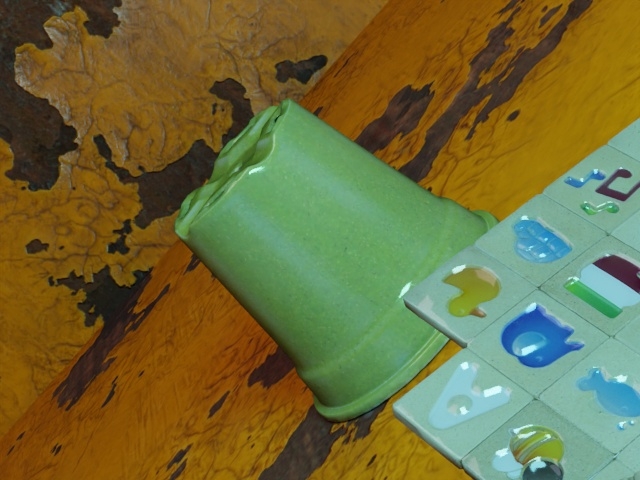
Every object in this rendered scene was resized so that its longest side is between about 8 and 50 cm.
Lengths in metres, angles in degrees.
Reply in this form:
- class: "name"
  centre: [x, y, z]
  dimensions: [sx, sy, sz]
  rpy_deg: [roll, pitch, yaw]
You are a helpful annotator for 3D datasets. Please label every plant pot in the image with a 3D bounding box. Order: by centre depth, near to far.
- class: "plant pot"
  centre: [0.000, 0.000, 1.501]
  dimensions: [0.276, 0.254, 0.276]
  rpy_deg: [-45, 14, 15]

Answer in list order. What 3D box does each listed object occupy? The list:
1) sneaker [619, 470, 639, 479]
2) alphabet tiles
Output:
- class: "sneaker"
  centre: [0.225, 0.153, 0.610]
  dimensions: [0.282, 0.153, 0.099]
  rpy_deg: [-29, 27, 28]
- class: "alphabet tiles"
  centre: [0.220, 0.038, 0.801]
  dimensions: [0.342, 0.011, 0.285]
  rpy_deg: [-36, 46, -20]
